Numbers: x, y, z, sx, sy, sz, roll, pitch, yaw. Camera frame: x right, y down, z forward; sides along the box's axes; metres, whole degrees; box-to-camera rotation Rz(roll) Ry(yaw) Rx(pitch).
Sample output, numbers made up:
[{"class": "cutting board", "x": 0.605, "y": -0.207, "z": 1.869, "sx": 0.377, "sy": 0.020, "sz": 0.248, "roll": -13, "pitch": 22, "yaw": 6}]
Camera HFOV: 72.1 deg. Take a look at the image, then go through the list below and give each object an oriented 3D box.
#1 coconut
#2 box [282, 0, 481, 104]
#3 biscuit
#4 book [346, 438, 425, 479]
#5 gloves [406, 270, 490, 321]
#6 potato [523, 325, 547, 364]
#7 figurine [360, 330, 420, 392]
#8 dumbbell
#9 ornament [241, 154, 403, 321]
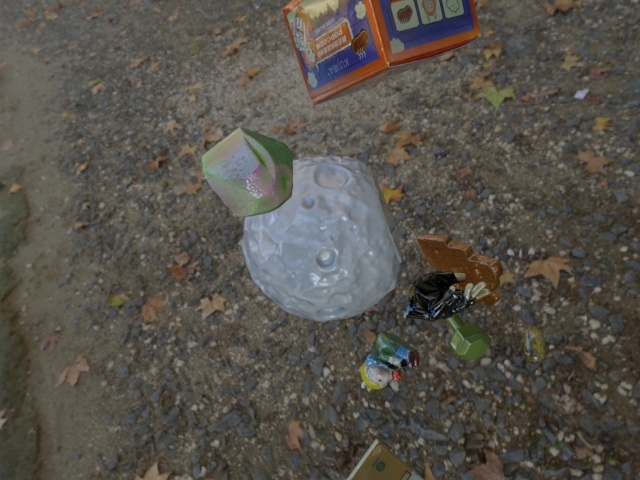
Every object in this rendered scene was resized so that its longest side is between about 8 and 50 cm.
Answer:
[{"class": "coconut", "x": -0.063, "y": -0.063, "z": 0.413, "sx": 0.081, "sy": 0.082, "sz": 0.083, "roll": -34, "pitch": 32, "yaw": -3}, {"class": "box", "x": 0.143, "y": -0.535, "z": 1.094, "sx": 0.318, "sy": 0.257, "sz": 0.348, "roll": -28, "pitch": 17, "yaw": -27}, {"class": "biscuit", "x": 0.426, "y": 0.078, "z": 1.357, "sx": 0.043, "sy": 0.284, "sz": 0.306, "roll": -39, "pitch": 70, "yaw": -22}, {"class": "book", "x": 0.165, "y": 0.614, "z": 0.975, "sx": 0.208, "sy": 0.295, "sz": 0.020, "roll": -49, "pitch": 10, "yaw": -13}, {"class": "gloves", "x": 0.333, "y": 0.144, "z": 1.144, "sx": 0.203, "sy": 0.124, "sz": 0.164, "roll": 5, "pitch": 41, "yaw": 14}, {"class": "potato", "x": 0.477, "y": 0.234, "z": 0.982, "sx": 0.051, "sy": 0.040, "sz": 0.084, "roll": 6, "pitch": 78, "yaw": -26}, {"class": "figurine", "x": 0.241, "y": 0.462, "z": 1.578, "sx": 0.185, "sy": 0.127, "sz": 0.235, "roll": 26, "pitch": 96, "yaw": 28}, {"class": "dumbbell", "x": 0.434, "y": 0.256, "z": 1.445, "sx": 0.108, "sy": 0.122, "sz": 0.302, "roll": 8, "pitch": 28, "yaw": -19}, {"class": "ornament", "x": 0.000, "y": 0.000, "z": 0.891, "sx": 0.336, "sy": 0.337, "sz": 0.337, "roll": -10, "pitch": 46, "yaw": 10}]
